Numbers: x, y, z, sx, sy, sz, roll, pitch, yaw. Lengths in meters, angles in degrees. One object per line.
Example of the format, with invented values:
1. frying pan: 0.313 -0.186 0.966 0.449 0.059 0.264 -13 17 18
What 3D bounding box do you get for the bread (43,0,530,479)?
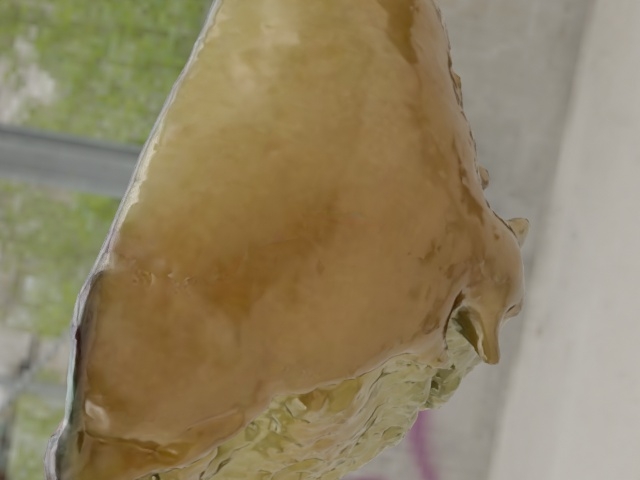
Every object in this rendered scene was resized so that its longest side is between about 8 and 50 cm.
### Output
1. bread: 0.005 0.008 0.693 0.174 0.133 0.252 96 -166 -65
